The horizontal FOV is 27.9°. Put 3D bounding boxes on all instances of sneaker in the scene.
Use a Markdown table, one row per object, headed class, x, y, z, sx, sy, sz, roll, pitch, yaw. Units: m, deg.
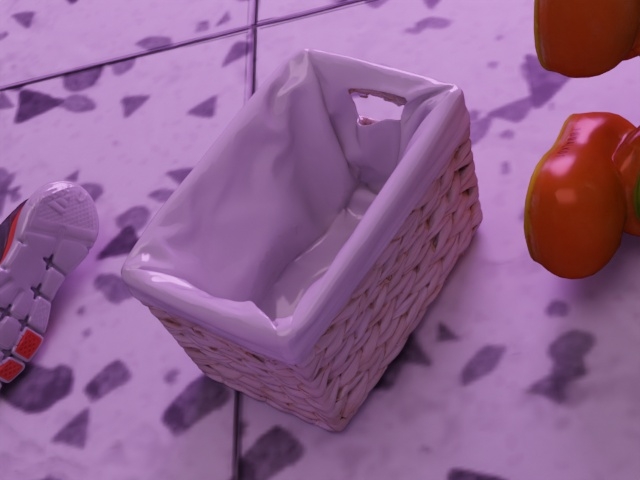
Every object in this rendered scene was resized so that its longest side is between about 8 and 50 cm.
| class | x | y | z | sx | sy | sz | roll | pitch | yaw |
| --- | --- | --- | --- | --- | --- | --- | --- | --- | --- |
| sneaker | -0.190 | 0.034 | 0.754 | 0.065 | 0.061 | 0.158 | -4 | 44 | 55 |

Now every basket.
| class | x | y | z | sx | sy | sz | roll | pitch | yaw |
| --- | --- | --- | --- | --- | --- | --- | --- | --- | --- |
| basket | 0.000 | 0.000 | 0.661 | 0.113 | 0.103 | 0.167 | 19 | 62 | 33 |

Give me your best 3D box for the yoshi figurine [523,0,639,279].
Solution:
| class | x | y | z | sx | sy | sz | roll | pitch | yaw |
| --- | --- | --- | --- | --- | --- | --- | --- | --- | --- |
| yoshi figurine | 0.262 | -0.031 | 0.538 | 0.362 | 0.203 | 0.203 | 10 | 72 | 25 |
